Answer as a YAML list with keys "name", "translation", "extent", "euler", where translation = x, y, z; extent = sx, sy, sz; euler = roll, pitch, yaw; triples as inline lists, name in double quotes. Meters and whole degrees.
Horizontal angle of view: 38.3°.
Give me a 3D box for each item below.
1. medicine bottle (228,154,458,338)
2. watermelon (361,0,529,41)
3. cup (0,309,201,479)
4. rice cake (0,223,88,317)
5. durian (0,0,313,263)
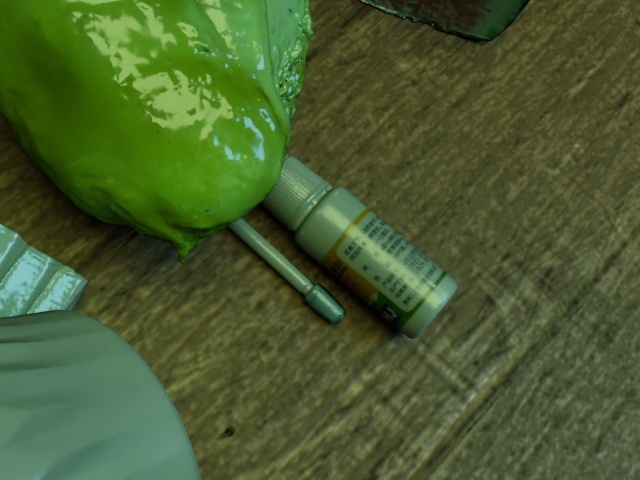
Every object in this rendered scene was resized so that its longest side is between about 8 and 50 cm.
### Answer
- name: "medicine bottle"
  translation: [0.000, 0.000, 0.751]
  extent: [0.221, 0.061, 0.092]
  euler: [40, 86, 5]
- name: "watermelon"
  translation: [0.109, -0.281, 0.804]
  extent: [0.226, 0.318, 0.148]
  euler: [-15, 76, 20]
- name: "cup"
  translation: [-0.251, 0.169, 0.420]
  extent: [0.372, 0.253, 0.253]
  euler: [-17, 75, -48]
- name: "rice cake"
  translation: [-0.268, 0.066, 0.607]
  extent: [0.189, 0.037, 0.198]
  euler: [40, 62, -38]
- name: "durian"
  translation: [-0.134, -0.159, 0.682]
  extent: [0.256, 0.204, 0.339]
  euler: [6, 70, 0]
